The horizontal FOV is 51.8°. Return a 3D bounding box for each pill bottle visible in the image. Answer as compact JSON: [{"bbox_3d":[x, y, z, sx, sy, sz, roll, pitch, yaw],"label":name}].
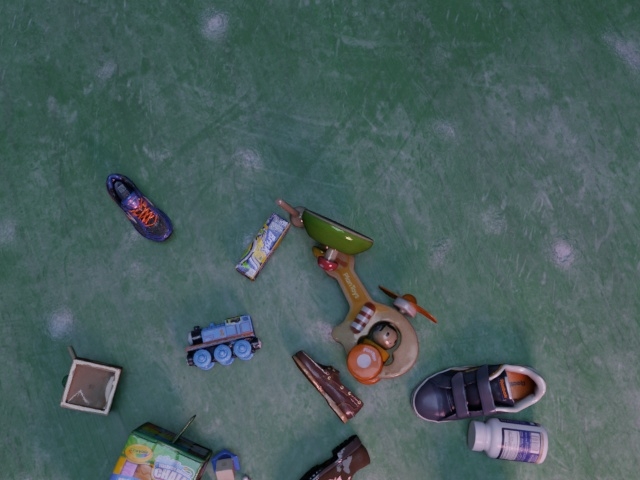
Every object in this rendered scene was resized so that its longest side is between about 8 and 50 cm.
[{"bbox_3d":[0.443,0.474,1.570,0.169,0.094,0.094,8,80,-1],"label":"pill bottle"}]

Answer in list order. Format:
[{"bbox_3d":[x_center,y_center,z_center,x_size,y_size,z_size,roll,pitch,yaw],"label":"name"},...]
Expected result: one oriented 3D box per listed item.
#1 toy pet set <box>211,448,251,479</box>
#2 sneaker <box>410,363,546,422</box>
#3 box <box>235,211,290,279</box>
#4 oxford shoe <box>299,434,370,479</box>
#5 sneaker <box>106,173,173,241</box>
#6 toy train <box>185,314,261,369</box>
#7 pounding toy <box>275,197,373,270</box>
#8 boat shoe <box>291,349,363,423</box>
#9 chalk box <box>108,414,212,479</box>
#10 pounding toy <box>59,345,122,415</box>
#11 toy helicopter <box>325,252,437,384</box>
[{"bbox_3d":[-0.226,0.558,1.551,0.122,0.065,0.114,-8,116,-1],"label":"toy pet set"},{"bbox_3d":[0.378,0.358,1.572,0.321,0.127,0.126,-13,83,-4],"label":"sneaker"},{"bbox_3d":[-0.142,0.016,1.635,0.054,0.059,0.169,34,80,4],"label":"box"},{"bbox_3d":[0.022,0.564,1.541,0.227,0.083,0.096,-36,88,-7],"label":"oxford shoe"},{"bbox_3d":[-0.454,-0.081,1.621,0.221,0.087,0.083,42,82,5],"label":"sneaker"},{"bbox_3d":[-0.237,0.245,1.585,0.184,0.080,0.105,-13,72,-3],"label":"toy train"},{"bbox_3d":[0.000,0.000,1.576,0.237,0.183,0.110,25,94,17],"label":"pounding toy"},{"bbox_3d":[0.018,0.339,1.585,0.073,0.073,0.207,-40,92,-10],"label":"boat shoe"},{"bbox_3d":[-0.363,0.523,1.479,0.179,0.180,0.289,23,79,1],"label":"chalk box"},{"bbox_3d":[-0.549,0.329,1.553,0.141,0.100,0.130,15,80,-11],"label":"pounding toy"},{"bbox_3d":[0.122,0.159,1.594,0.235,0.140,0.355,-28,70,-1],"label":"toy helicopter"}]
